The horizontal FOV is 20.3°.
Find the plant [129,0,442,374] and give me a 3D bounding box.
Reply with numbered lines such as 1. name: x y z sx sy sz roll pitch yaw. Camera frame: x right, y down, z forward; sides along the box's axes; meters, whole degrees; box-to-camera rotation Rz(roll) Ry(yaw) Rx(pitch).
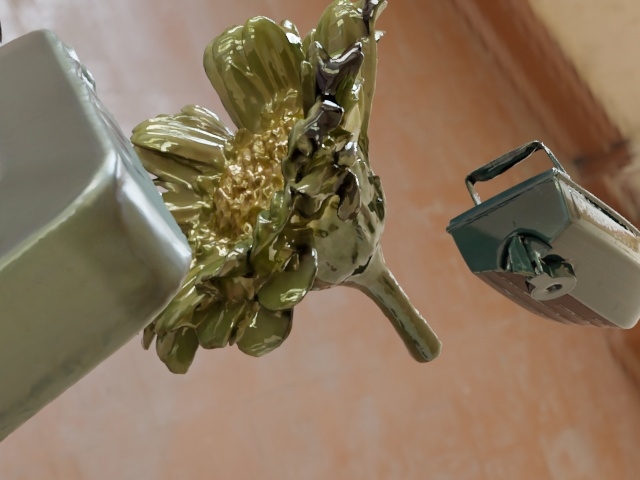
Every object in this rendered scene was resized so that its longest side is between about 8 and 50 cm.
1. plant: -0.009 -0.019 1.288 0.297 0.306 0.261 44 -9 0

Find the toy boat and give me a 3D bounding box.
1. toy boat: 0.178 0.008 1.274 0.246 0.093 0.103 28 40 -54

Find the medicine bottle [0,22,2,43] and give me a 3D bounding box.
1. medicine bottle: -0.530 -0.262 2.009 0.290 0.245 0.245 42 4 42

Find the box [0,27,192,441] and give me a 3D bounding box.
1. box: -0.275 0.047 1.048 0.111 0.396 0.396 53 -1 -24
